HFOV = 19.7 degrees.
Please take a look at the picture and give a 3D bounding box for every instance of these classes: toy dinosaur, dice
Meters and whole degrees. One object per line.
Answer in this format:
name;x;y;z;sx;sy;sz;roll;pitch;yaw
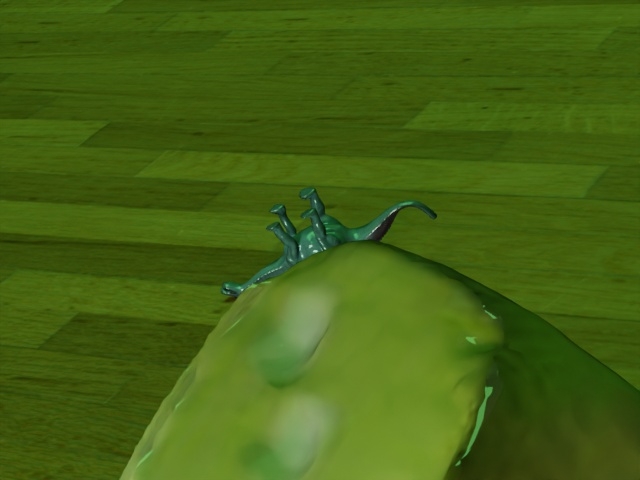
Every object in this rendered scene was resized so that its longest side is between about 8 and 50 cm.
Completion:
toy dinosaur;0.000;0.000;1.553;0.197;0.080;0.045;-22;30;12
dice;0.051;0.157;0.953;0.233;0.227;0.238;-54;36;-8

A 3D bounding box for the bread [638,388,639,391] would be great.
bread;0.268;0.123;1.135;0.301;0.045;0.301;-17;9;3
